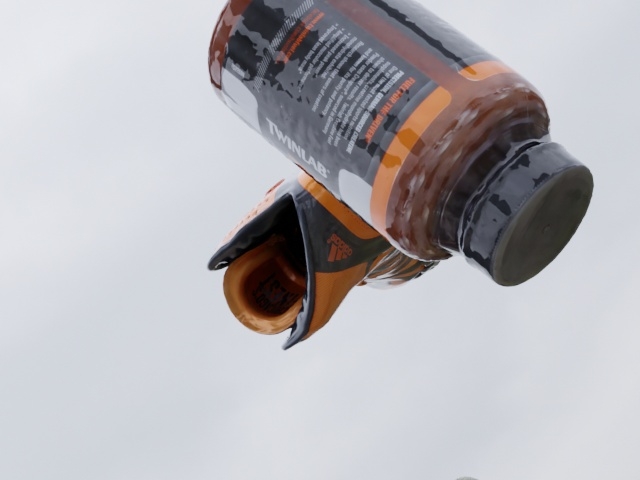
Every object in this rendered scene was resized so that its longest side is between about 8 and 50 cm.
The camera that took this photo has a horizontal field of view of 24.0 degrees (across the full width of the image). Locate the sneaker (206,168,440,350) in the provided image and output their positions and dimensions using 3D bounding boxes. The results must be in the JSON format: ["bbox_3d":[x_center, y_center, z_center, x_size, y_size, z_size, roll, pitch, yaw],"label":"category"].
[{"bbox_3d":[0.000,0.000,1.100,0.180,0.124,0.321,-44,-14,-13],"label":"sneaker"}]

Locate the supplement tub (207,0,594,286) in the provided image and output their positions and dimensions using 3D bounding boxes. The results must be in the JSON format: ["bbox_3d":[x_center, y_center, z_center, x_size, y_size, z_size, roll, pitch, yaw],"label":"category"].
[{"bbox_3d":[0.040,-0.061,0.748,0.106,0.198,0.106,-33,-34,-26],"label":"supplement tub"}]

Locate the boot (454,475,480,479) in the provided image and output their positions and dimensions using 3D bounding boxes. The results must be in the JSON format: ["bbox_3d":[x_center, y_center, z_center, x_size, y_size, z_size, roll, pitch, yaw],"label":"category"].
[{"bbox_3d":[0.173,0.290,1.183,0.077,0.165,0.213,-38,-47,-22],"label":"boot"}]
